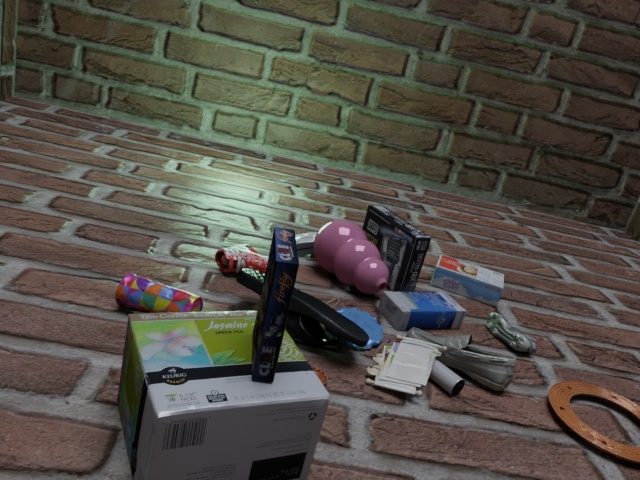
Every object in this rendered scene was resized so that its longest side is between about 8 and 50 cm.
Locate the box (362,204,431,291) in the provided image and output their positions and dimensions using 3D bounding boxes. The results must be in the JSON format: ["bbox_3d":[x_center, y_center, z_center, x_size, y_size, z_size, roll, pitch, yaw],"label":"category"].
[{"bbox_3d":[0.260,0.034,2.157,0.076,0.242,0.307,0,25,-32],"label":"box"}]

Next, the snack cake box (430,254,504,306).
[{"bbox_3d":[0.578,0.155,2.266,0.264,0.089,0.152,19,23,13],"label":"snack cake box"}]

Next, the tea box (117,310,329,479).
[{"bbox_3d":[-0.209,0.313,1.156,0.329,0.220,0.323,2,23,-29],"label":"tea box"}]

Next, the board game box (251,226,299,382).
[{"bbox_3d":[-0.088,0.116,1.084,0.042,0.243,0.165,10,20,-9],"label":"board game box"}]

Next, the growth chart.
[{"bbox_3d":[0.232,0.335,1.576,0.172,0.021,0.237,14,32,23],"label":"growth chart"}]

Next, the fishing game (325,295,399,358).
[{"bbox_3d":[0.099,0.268,1.735,0.264,0.041,0.189,30,33,24],"label":"fishing game"}]

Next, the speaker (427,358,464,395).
[{"bbox_3d":[0.331,0.369,1.596,0.055,0.055,0.136,-5,28,-41],"label":"speaker"}]

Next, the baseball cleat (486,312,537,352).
[{"bbox_3d":[0.644,0.318,1.941,0.109,0.072,0.206,22,17,-26],"label":"baseball cleat"}]

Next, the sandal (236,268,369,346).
[{"bbox_3d":[-0.058,0.214,1.662,0.446,0.107,0.167,25,5,27],"label":"sandal"}]

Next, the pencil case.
[{"bbox_3d":[-0.436,0.167,1.572,0.236,0.104,0.104,20,21,9],"label":"pencil case"}]

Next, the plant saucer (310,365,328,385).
[{"bbox_3d":[-0.022,0.350,1.476,0.083,0.013,0.083,12,21,-5],"label":"plant saucer"}]

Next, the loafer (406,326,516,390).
[{"bbox_3d":[0.407,0.319,1.678,0.319,0.111,0.112,23,9,18],"label":"loafer"}]

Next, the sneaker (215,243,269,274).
[{"bbox_3d":[-0.233,0.089,1.914,0.270,0.090,0.145,26,24,37],"label":"sneaker"}]

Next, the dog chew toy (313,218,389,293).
[{"bbox_3d":[0.120,0.067,2.056,0.206,0.206,0.332,-4,34,-39],"label":"dog chew toy"}]

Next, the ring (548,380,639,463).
[{"bbox_3d":[0.794,0.501,1.591,0.336,0.032,0.336,11,20,-4],"label":"ring"}]

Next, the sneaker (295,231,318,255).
[{"bbox_3d":[0.000,0.000,2.244,0.258,0.094,0.091,-2,33,-16],"label":"sneaker"}]

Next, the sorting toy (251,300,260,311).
[{"bbox_3d":[-0.151,0.215,1.720,0.075,0.045,0.083,21,10,-44],"label":"sorting toy"}]

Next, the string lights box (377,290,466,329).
[{"bbox_3d":[0.340,0.232,1.928,0.259,0.077,0.133,4,23,-26],"label":"string lights box"}]
